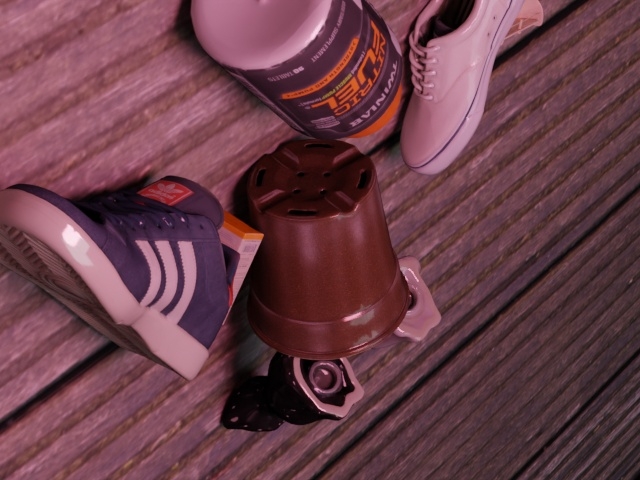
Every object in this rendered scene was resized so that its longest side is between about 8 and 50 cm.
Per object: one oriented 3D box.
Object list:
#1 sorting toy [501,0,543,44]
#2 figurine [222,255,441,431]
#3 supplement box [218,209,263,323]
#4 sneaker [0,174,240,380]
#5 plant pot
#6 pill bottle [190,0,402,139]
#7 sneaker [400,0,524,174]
[{"bbox_3d":[0.209,-0.266,1.800,0.083,0.044,0.075,-30,134,-44],"label":"sorting toy"},{"bbox_3d":[0.004,0.119,1.739,0.215,0.092,0.209,-41,-174,-31],"label":"figurine"},{"bbox_3d":[-0.103,0.023,1.533,0.036,0.062,0.098,1,118,-62],"label":"supplement box"},{"bbox_3d":[-0.160,-0.003,1.356,0.148,0.131,0.350,-61,160,-11],"label":"sneaker"},{"bbox_3d":[0.000,0.000,1.594,0.167,0.167,0.165,-40,140,-33],"label":"plant pot"},{"bbox_3d":[-0.006,-0.168,1.426,0.130,0.130,0.245,-58,154,-2],"label":"pill bottle"},{"bbox_3d":[0.128,-0.193,1.702,0.091,0.094,0.258,7,110,-39],"label":"sneaker"}]
